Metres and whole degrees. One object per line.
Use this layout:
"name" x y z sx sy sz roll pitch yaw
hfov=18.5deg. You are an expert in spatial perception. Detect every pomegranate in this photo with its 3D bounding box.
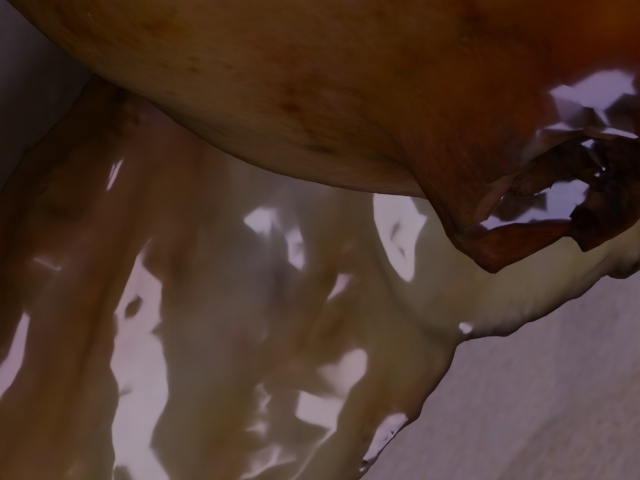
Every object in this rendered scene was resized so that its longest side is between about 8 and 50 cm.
"pomegranate" 0.037 -0.122 0.390 0.264 0.264 0.264 -15 119 -30

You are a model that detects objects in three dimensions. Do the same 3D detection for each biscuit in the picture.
"biscuit" -0.002 -0.003 0.522 0.299 0.045 0.154 -36 115 -31
